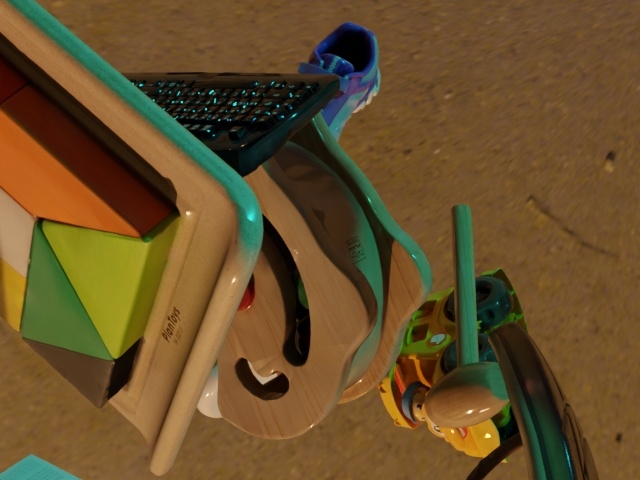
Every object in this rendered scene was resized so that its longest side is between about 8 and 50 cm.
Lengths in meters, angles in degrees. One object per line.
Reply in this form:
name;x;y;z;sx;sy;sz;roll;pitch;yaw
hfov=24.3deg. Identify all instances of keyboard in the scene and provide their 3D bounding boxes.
keyboard;-0.087;-0.062;0.706;0.192;0.100;0.038;5;133;46

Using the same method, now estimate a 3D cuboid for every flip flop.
flip flop;0.095;0.171;0.699;0.080;0.112;0.277;-8;71;16

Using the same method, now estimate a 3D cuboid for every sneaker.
sneaker;-0.003;-0.149;1.605;0.095;0.236;0.104;29;150;3

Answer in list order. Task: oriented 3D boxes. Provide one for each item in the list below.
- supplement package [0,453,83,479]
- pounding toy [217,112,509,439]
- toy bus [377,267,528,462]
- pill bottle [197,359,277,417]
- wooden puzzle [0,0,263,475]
supplement package;-0.215;0.275;1.249;0.179;0.105;0.105;18;124;34
pounding toy;0.003;0.025;0.971;0.154;0.155;0.269;-42;80;39
toy bus;0.136;0.154;1.753;0.211;0.220;0.149;-9;125;21
pill bottle;-0.129;0.064;1.531;0.121;0.121;0.221;-46;65;18
wooden puzzle;-0.131;-0.021;0.624;0.239;0.044;0.221;45;149;12
